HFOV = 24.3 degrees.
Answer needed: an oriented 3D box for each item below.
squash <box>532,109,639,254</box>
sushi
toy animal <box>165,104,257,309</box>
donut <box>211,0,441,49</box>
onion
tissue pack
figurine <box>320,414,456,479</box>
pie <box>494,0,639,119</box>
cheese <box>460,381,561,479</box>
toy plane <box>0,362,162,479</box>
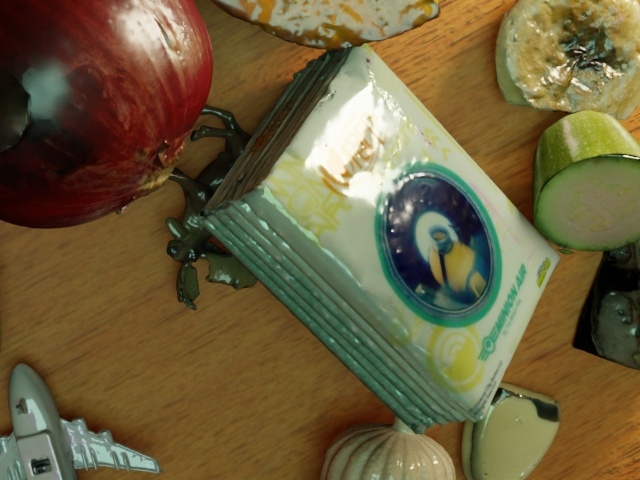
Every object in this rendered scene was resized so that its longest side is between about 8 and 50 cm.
[{"bbox_3d":[0.334,-0.075,1.830,0.170,0.123,0.170,-6,134,-6],"label":"squash"},{"bbox_3d":[0.431,0.045,1.904,0.134,0.109,0.273,9,101,-14],"label":"sushi"},{"bbox_3d":[-0.131,-0.036,1.780,0.214,0.094,0.186,-48,116,-6],"label":"toy animal"},{"bbox_3d":[-0.014,-0.449,1.667,0.377,0.163,0.435,14,103,-13],"label":"donut"},{"bbox_3d":[-0.287,-0.162,1.590,0.341,0.341,0.341,-3,104,-11],"label":"onion"},{"bbox_3d":[0.079,-0.001,1.736,0.388,0.162,0.287,45,50,-17],"label":"tissue pack"},{"bbox_3d":[0.035,0.369,1.883,0.332,0.185,0.204,-41,84,17],"label":"figurine"},{"bbox_3d":[0.317,-0.242,1.840,0.218,0.052,0.185,3,100,-15],"label":"pie"},{"bbox_3d":[0.224,0.308,1.959,0.127,0.054,0.251,18,100,-16],"label":"cheese"},{"bbox_3d":[-0.330,0.272,1.811,0.251,0.101,0.255,-14,106,4],"label":"toy plane"}]
